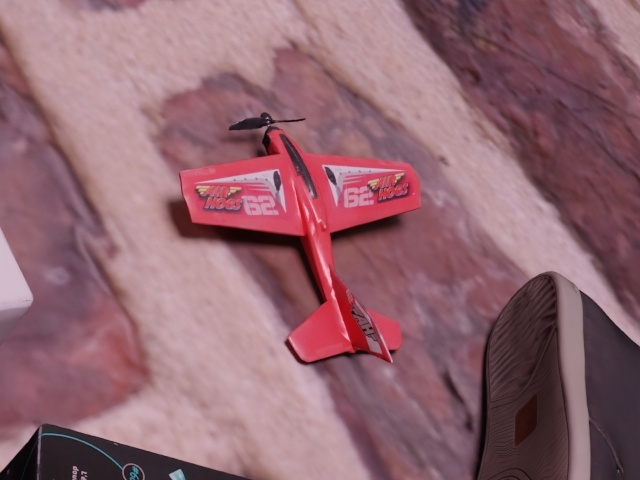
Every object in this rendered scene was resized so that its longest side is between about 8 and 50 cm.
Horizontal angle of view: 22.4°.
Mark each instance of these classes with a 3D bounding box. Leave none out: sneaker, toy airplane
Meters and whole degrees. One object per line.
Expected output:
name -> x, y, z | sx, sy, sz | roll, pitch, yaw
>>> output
sneaker -> 0.140, 0.118, 0.762 | 0.118, 0.083, 0.222 | 30, 42, -16
toy airplane -> 0.000, 0.000, 0.789 | 0.151, 0.028, 0.151 | 20, 47, -23

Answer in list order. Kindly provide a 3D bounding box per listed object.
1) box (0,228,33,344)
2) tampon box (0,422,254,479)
box -> -0.207, -0.016, 0.587 | 0.130, 0.091, 0.170 | -9, 63, -43
tampon box -> -0.049, 0.156, 0.563 | 0.161, 0.101, 0.120 | 20, 47, -27
